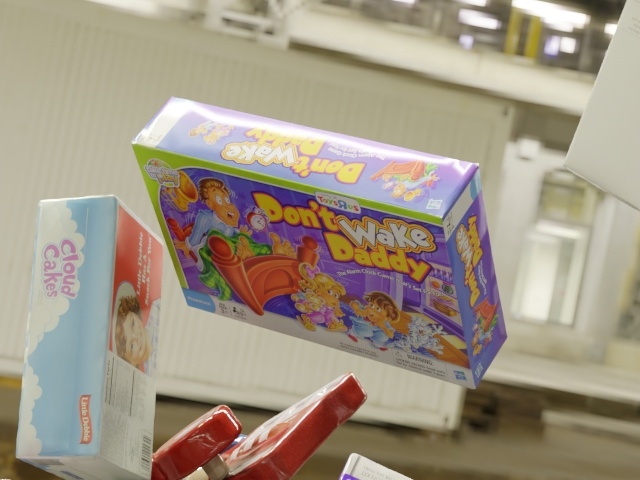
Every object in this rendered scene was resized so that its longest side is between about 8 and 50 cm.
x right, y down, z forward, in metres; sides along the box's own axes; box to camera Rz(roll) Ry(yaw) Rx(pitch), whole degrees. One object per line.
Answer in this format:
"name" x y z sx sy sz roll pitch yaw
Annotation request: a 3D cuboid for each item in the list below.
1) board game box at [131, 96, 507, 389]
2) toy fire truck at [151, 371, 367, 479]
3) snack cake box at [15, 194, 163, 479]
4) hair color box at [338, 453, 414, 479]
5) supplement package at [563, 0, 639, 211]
"board game box" 0.000 0.000 1.601 0.347 0.078 0.233 14 -41 29
"toy fire truck" -0.100 0.274 1.838 0.302 0.169 0.254 -36 0 36
"snack cake box" -0.228 0.103 1.639 0.089 0.264 0.152 -3 -19 15
"hair color box" 0.043 0.338 1.195 0.185 0.110 0.339 23 46 3
"supplement package" 0.306 -0.122 1.398 0.105 0.179 0.105 -1 28 -45
